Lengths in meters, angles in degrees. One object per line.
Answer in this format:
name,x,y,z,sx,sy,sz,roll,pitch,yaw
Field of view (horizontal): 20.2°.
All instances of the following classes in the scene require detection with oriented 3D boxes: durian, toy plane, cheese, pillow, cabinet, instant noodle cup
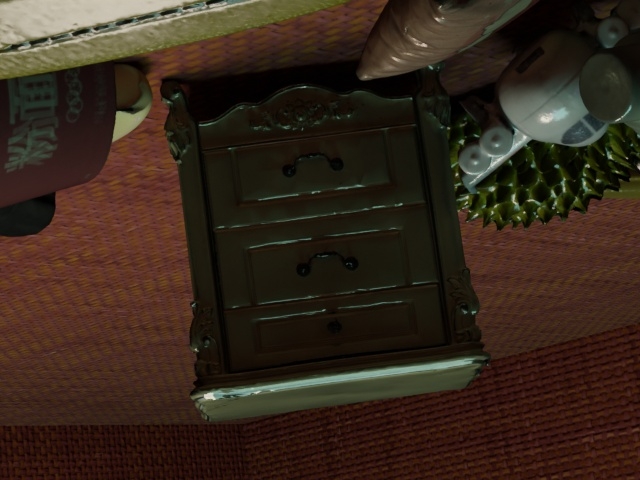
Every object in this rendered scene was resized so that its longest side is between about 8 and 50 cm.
durian,0.240,-0.118,1.967,0.352,0.158,0.169,-14,-151,31
toy plane,0.224,-0.141,1.695,0.252,0.118,0.252,-43,179,-1
cheese,-0.250,-0.111,1.772,0.127,0.050,0.255,-3,167,-20
pillow,0.135,-0.210,1.351,0.223,0.084,0.236,-39,177,-14
cabinet,0.000,0.000,1.815,0.290,0.318,0.227,-7,169,-2
instant noodle cup,-0.275,-0.119,1.369,0.178,0.235,0.235,-12,171,-32

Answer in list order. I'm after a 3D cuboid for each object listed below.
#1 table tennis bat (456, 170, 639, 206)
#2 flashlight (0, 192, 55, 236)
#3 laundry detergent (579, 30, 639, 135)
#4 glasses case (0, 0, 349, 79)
table tennis bat,0.275,-0.080,2.265,0.321,0.050,0.198,1,164,-17
flashlight,-0.399,-0.062,1.791,0.103,0.103,0.424,-12,168,19
laundry detergent,0.385,-0.149,1.627,0.398,0.125,0.264,-12,163,-37
glasses case,-0.108,-0.206,1.114,0.371,0.173,0.141,-10,156,18
